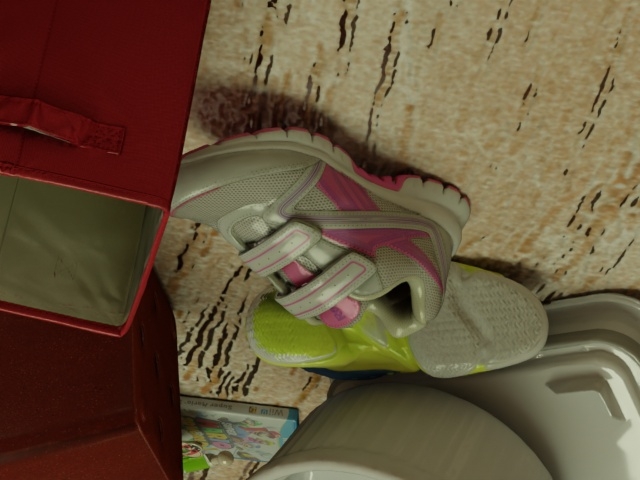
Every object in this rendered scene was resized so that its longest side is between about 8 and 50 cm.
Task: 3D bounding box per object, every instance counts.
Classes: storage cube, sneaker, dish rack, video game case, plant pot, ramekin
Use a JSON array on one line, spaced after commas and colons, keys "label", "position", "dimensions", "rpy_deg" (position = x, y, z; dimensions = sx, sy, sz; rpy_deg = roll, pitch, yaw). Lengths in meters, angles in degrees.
[{"label": "storage cube", "position": [-0.179, -0.079, 1.120], "dimensions": [0.183, 0.193, 0.215], "rpy_deg": [13, 152, -9]}, {"label": "sneaker", "position": [0.065, 0.068, 1.462], "dimensions": [0.240, 0.091, 0.126], "rpy_deg": [3, 170, 10]}, {"label": "dish rack", "position": [0.173, 0.195, 1.526], "dimensions": [0.332, 0.072, 0.286], "rpy_deg": [-11, 118, 35]}, {"label": "video game case", "position": [-0.103, 0.184, 1.771], "dimensions": [0.166, 0.015, 0.119], "rpy_deg": [6, 152, 4]}, {"label": "sneaker", "position": [0.000, 0.000, 1.274], "dimensions": [0.252, 0.111, 0.103], "rpy_deg": [15, 152, -28]}, {"label": "plant pot", "position": [-0.242, 0.115, 1.457], "dimensions": [0.235, 0.267, 0.267], "rpy_deg": [-8, 150, 4]}, {"label": "ramekin", "position": [0.067, 0.248, 1.483], "dimensions": [0.277, 0.135, 0.277], "rpy_deg": [14, 129, 19]}]

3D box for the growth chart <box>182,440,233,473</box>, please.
[{"label": "growth chart", "position": [-0.222, 0.180, 1.713], "dimensions": [0.237, 0.021, 0.172], "rpy_deg": [28, 147, -30]}]
